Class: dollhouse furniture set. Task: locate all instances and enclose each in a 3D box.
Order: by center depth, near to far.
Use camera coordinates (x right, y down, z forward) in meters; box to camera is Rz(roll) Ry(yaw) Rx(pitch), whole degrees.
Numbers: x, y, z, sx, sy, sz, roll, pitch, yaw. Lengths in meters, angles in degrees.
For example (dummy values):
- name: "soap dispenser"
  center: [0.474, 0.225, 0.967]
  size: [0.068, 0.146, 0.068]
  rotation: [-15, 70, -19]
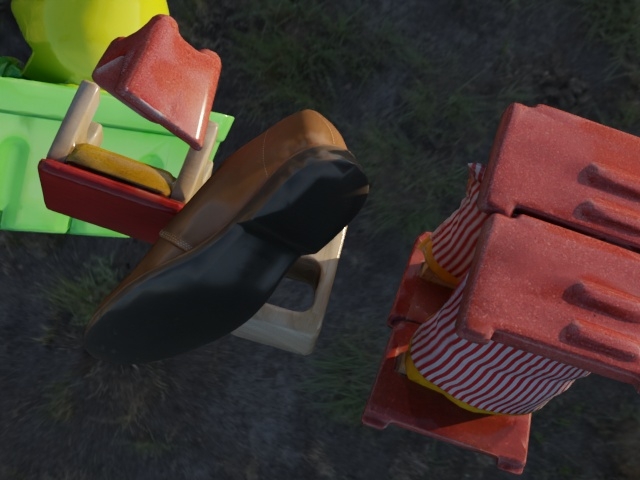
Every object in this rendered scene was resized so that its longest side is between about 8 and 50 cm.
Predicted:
- name: "dollhouse furniture set"
  center: [0.000, 0.000, 0.585]
  size: [0.374, 0.201, 0.152]
  rotation: [18, 63, -2]

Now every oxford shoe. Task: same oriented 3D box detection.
- name: "oxford shoe"
  center: [-0.064, 0.002, 0.589]
  size: [0.212, 0.076, 0.076]
  rotation: [-38, 135, 15]

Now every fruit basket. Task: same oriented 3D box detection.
- name: "fruit basket"
  center: [-0.293, -0.192, 1.103]
  size: [0.392, 0.283, 0.392]
  rotation: [-8, 104, -35]
